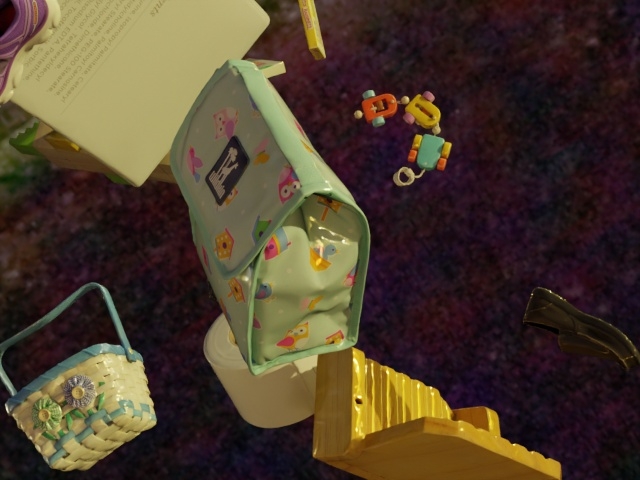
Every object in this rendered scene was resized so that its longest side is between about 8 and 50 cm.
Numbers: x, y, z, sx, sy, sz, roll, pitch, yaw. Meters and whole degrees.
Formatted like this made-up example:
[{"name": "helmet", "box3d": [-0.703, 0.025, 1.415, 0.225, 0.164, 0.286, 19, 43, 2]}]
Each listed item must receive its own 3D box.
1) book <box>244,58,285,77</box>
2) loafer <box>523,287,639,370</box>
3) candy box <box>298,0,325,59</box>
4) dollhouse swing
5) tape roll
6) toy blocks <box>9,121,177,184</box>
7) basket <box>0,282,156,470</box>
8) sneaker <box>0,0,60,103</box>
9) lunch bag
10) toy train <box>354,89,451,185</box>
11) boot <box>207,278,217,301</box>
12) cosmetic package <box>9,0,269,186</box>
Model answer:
[{"name": "book", "box3d": [-0.154, -0.361, 2.175, 0.096, 0.035, 0.144, -24, 23, -29]}, {"name": "loafer", "box3d": [0.442, 0.166, 1.726, 0.220, 0.080, 0.078, 32, 80, 30]}, {"name": "candy box", "box3d": [-0.028, -0.507, 2.213, 0.027, 0.205, 0.105, -13, -5, 6]}, {"name": "dollhouse swing", "box3d": [0.214, 0.299, 1.754, 0.305, 0.347, 0.315, -44, 31, 38]}, {"name": "tape roll", "box3d": [-0.089, 0.228, 2.016, 0.246, 0.169, 0.246, -19, 31, 12]}, {"name": "toy blocks", "box3d": [-0.325, -0.249, 1.786, 0.382, 0.190, 0.260, 9, 74, 16]}, {"name": "basket", "box3d": [-0.445, 0.251, 1.840, 0.255, 0.201, 0.289, -37, 63, 6]}, {"name": "sneaker", "box3d": [-0.329, -0.190, 0.991, 0.170, 0.068, 0.071, -48, -18, 25]}, {"name": "lunch bag", "box3d": [-0.054, -0.028, 1.047, 0.160, 0.262, 0.223, -16, 49, -15]}, {"name": "toy train", "box3d": [0.132, -0.165, 1.569, 0.125, 0.166, 0.046, -22, -15, 1]}, {"name": "boot", "box3d": [-0.119, 0.113, 2.233, 0.260, 0.347, 0.131, -15, 33, -17]}, {"name": "cosmetic package", "box3d": [-0.357, -0.349, 1.426, 0.327, 0.394, 0.329, -52, 50, 0]}]
